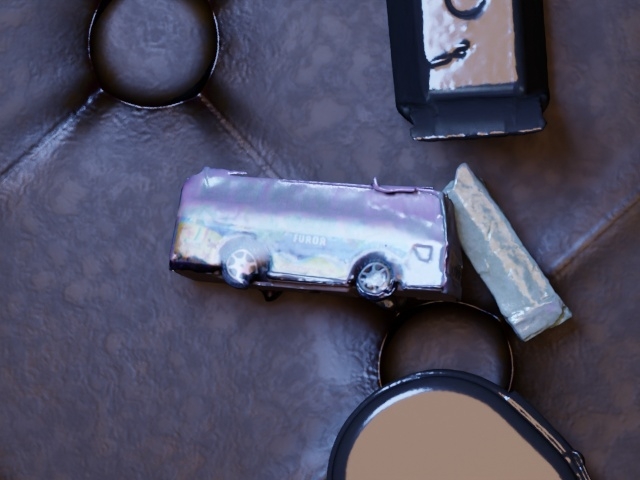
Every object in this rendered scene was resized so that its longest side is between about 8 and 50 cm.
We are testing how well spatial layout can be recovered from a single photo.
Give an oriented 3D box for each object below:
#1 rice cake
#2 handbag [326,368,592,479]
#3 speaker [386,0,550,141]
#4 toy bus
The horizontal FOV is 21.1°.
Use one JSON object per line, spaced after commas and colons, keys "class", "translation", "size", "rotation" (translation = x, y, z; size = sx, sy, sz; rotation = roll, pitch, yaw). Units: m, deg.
{"class": "rice cake", "translation": [0.196, 0.016, 1.912], "size": [0.069, 0.063, 0.206], "rotation": [-35, 85, 8]}
{"class": "handbag", "translation": [0.156, 0.284, 1.890], "size": [0.308, 0.093, 0.254], "rotation": [44, 89, 4]}
{"class": "speaker", "translation": [0.157, -0.292, 1.868], "size": [0.180, 0.184, 0.388], "rotation": [-5, 86, 4]}
{"class": "toy bus", "translation": [0.000, 0.000, 1.883], "size": [0.317, 0.112, 0.138], "rotation": [4, 82, 13]}
